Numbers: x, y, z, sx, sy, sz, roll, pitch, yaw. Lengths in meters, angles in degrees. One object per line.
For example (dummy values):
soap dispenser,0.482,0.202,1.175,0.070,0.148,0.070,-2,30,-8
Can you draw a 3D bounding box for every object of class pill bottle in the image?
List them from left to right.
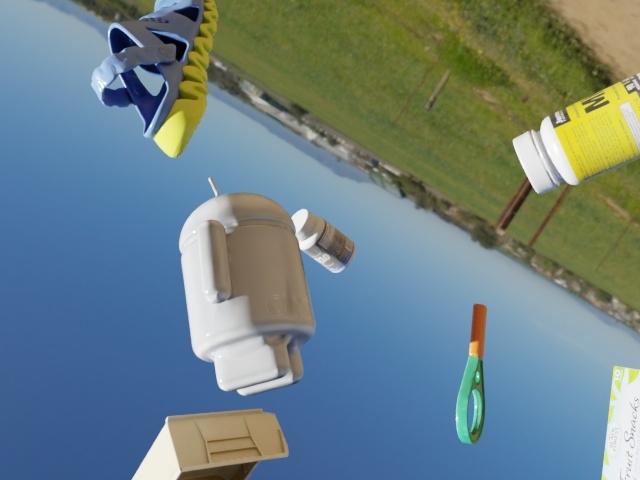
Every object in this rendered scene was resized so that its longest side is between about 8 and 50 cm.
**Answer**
pill bottle,0.000,0.000,1.267,0.137,0.078,0.078,37,-176,-28
pill bottle,0.413,-0.157,0.955,0.119,0.208,0.119,46,-151,-36

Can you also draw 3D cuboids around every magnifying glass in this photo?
magnifying glass,0.257,0.220,1.049,0.026,0.231,0.092,-1,158,33

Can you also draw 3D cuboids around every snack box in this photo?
snack box,0.315,0.196,0.591,0.037,0.141,0.100,11,173,-8

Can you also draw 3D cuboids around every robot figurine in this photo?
robot figurine,-0.123,0.070,1.040,0.300,0.199,0.353,58,-162,-67

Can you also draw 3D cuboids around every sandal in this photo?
sandal,-0.225,-0.266,0.862,0.138,0.126,0.317,21,-136,-28

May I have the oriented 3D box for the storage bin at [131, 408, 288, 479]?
storage bin,-0.235,0.483,1.302,0.260,0.262,0.123,7,-142,-37
